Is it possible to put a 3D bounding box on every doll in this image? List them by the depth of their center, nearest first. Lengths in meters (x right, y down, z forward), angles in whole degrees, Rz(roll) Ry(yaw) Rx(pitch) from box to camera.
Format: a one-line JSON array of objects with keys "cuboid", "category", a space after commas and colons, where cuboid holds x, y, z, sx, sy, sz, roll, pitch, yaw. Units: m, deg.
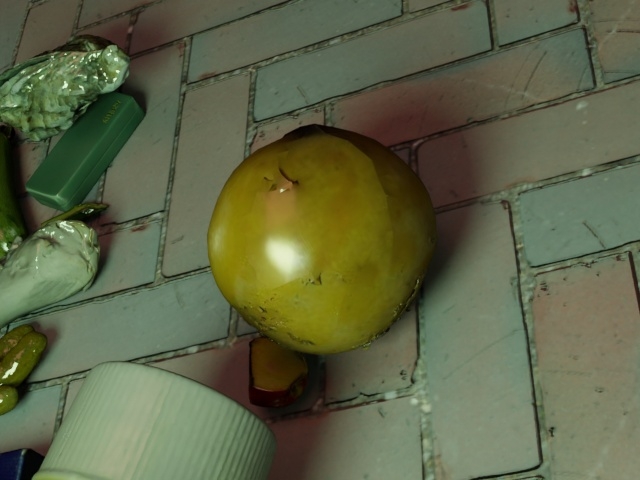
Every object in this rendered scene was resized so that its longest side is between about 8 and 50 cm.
[{"cuboid": [-0.417, 0.172, 1.315, 0.137, 0.097, 0.209, 19, 61, 45], "category": "doll"}]

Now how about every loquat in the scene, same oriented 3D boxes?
[{"cuboid": [0.000, 0.000, 1.119, 0.235, 0.235, 0.235, -16, 49, 18], "category": "loquat"}]

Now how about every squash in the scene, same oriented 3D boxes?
[{"cuboid": [-0.450, -0.062, 1.535, 0.071, 0.080, 0.318, -60, 35, 31], "category": "squash"}]

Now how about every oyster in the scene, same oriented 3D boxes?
[{"cuboid": [-0.359, -0.212, 1.536, 0.198, 0.112, 0.267, -30, 12, -11], "category": "oyster"}]

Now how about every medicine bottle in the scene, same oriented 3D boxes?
[{"cuboid": [-0.187, 0.310, 0.923, 0.224, 0.224, 0.384, 3, 58, 32], "category": "medicine bottle"}]

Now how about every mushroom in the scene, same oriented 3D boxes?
[{"cuboid": [-0.390, 0.068, 1.384, 0.278, 0.099, 0.096, -32, 19, 9], "category": "mushroom"}]

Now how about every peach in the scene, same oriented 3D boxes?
[{"cuboid": [-0.053, 0.141, 1.157, 0.083, 0.050, 0.077, 31, 50, 32], "category": "peach"}]

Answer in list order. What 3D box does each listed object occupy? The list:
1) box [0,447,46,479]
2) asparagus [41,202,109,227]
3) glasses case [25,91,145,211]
[{"cuboid": [-0.414, 0.328, 1.200, 0.259, 0.071, 0.168, -14, 50, 19], "category": "box"}, {"cuboid": [-0.329, -0.029, 1.472, 0.108, 0.021, 0.025, -24, 46, 11], "category": "asparagus"}, {"cuboid": [-0.323, -0.125, 1.532, 0.078, 0.039, 0.184, 16, 64, 38], "category": "glasses case"}]
